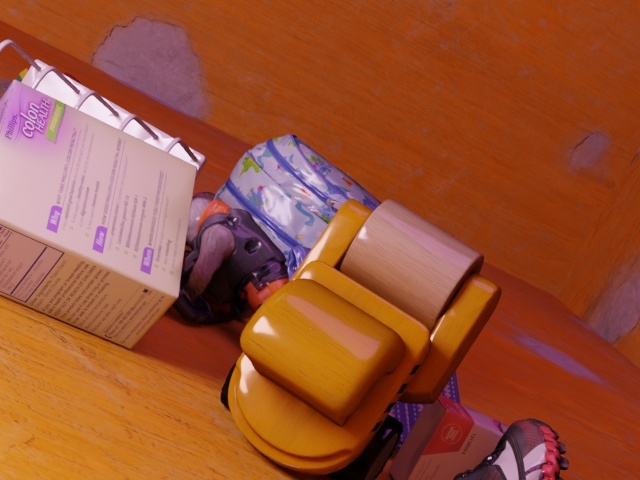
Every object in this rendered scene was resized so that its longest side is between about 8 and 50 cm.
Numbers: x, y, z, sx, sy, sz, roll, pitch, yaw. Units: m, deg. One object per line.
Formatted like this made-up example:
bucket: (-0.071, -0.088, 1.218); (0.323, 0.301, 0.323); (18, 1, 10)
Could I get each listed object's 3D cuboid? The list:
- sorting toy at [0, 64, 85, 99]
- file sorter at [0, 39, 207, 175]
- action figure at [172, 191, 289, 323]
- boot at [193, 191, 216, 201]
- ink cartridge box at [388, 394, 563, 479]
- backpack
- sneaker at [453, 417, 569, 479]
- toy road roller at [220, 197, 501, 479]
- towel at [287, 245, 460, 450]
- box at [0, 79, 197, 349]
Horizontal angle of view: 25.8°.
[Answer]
sorting toy: (-0.367, -0.152, 2.067); (0.255, 0.089, 0.257); (52, 9, 5)
file sorter: (-0.326, -0.108, 1.830); (0.277, 0.193, 0.173); (30, -4, 7)
action figure: (-0.068, 0.053, 1.933); (0.330, 0.178, 0.341); (39, 11, 7)
boot: (-0.133, 0.016, 2.315); (0.219, 0.082, 0.106); (33, 31, -12)
ink cartridge box: (0.197, 0.276, 1.665); (0.198, 0.115, 0.067); (26, 8, -18)
backpack: (0.000, 0.000, 2.179); (0.355, 0.273, 0.290); (24, 10, 6)
sneaker: (0.189, 0.276, 1.506); (0.135, 0.098, 0.276); (21, 35, 1)
toy road roller: (0.037, 0.098, 1.511); (0.202, 0.329, 0.240); (32, -13, 15)
towel: (0.072, 0.150, 1.775); (0.040, 0.243, 0.336); (-19, -23, 33)
box: (-0.281, -0.028, 1.589); (0.243, 0.117, 0.214); (26, 42, -23)
